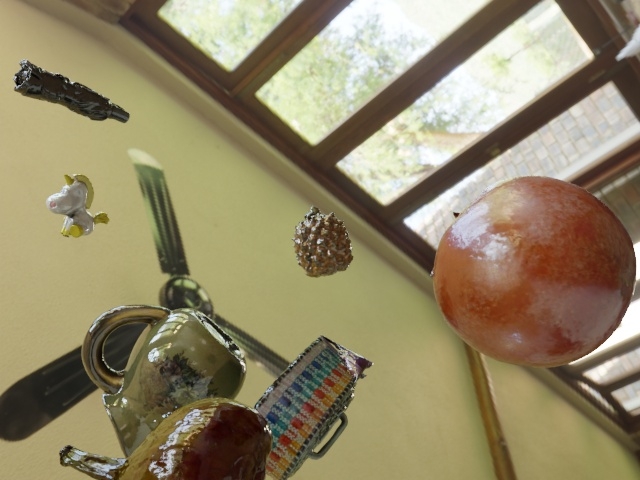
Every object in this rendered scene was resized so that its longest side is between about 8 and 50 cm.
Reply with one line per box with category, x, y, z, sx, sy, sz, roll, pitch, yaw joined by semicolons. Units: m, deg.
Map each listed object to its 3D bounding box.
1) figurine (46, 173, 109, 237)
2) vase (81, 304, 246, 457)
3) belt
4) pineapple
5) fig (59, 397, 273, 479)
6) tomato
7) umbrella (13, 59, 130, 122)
figurine;-0.664;-0.095;1.643;0.109;0.130;0.178;27;141;55
vase;-0.348;0.275;1.275;0.329;0.302;0.241;46;176;-16
belt;-0.029;0.348;1.227;0.161;0.206;0.295;36;-140;13
pineapple;0.000;0.000;1.601;0.166;0.166;0.193;-4;-101;-59
fig;-0.195;0.309;0.807;0.191;0.290;0.190;28;-126;-45
tomato;0.298;0.045;0.833;0.265;0.265;0.264;38;-148;-29
umbrella;-0.484;-0.280;1.205;0.059;0.066;0.236;27;-175;36
